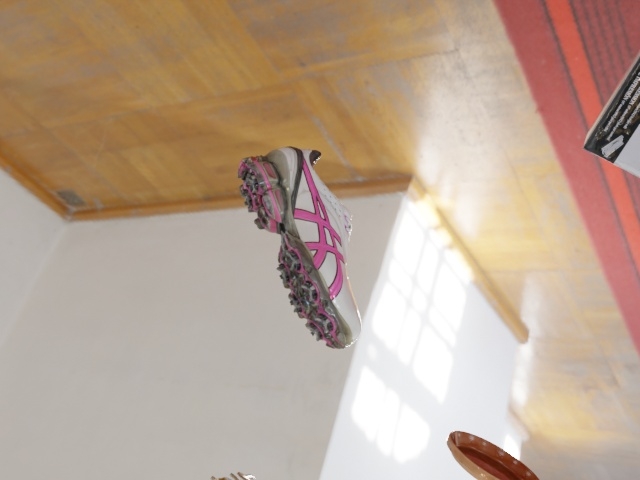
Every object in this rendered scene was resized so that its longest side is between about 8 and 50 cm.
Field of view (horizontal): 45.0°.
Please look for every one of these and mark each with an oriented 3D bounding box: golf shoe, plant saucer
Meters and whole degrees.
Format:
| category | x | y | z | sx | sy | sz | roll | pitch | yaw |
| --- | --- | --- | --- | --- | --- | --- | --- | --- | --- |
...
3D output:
| category | x | y | z | sx | sy | sz | roll | pitch | yaw |
| --- | --- | --- | --- | --- | --- | --- | --- | --- | --- |
| golf shoe | 0.000 | 0.000 | 0.665 | 0.085 | 0.186 | 0.067 | -18 | 167 | -24 |
| plant saucer | 0.138 | 0.182 | 0.621 | 0.083 | 0.013 | 0.083 | 26 | -173 | -4 |

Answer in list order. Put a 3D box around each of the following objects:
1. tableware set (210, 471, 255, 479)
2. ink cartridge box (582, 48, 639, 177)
| category | x | y | z | sx | sy | sz | roll | pitch | yaw |
| --- | --- | --- | --- | --- | --- | --- | --- | --- | --- |
| tableware set | -0.044 | 0.238 | 0.653 | 0.104 | 0.024 | 0.154 | 36 | 171 | 14 |
| ink cartridge box | 0.298 | -0.140 | 0.590 | 0.097 | 0.046 | 0.207 | 30 | 121 | 9 |
